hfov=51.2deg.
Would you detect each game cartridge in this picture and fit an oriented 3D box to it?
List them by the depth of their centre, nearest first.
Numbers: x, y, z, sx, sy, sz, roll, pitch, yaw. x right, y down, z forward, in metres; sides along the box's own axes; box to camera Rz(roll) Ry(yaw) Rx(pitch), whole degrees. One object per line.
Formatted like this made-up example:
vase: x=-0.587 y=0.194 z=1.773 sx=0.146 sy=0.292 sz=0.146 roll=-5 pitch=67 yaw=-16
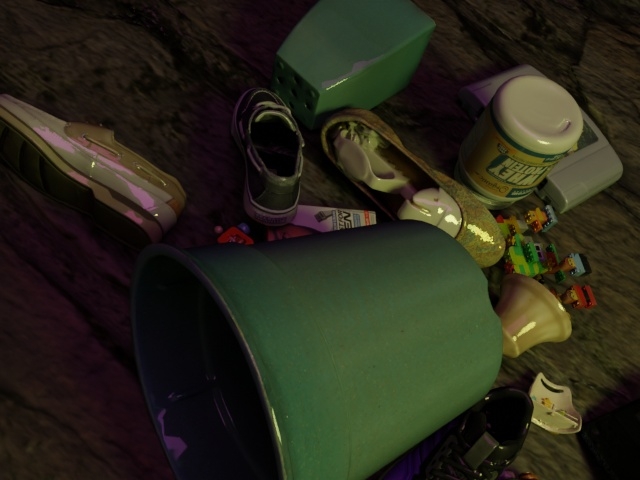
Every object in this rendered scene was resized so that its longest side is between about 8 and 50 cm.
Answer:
game cartridge: x=0.412 y=-0.200 z=1.234 sx=0.196 sy=0.060 sz=0.294 roll=-25 pitch=70 yaw=-32

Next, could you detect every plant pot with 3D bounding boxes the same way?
plant pot: x=0.004 y=0.131 z=0.768 sx=0.334 sy=0.341 sz=0.341 roll=-15 pitch=65 yaw=-34
plant pot: x=0.038 y=-0.306 z=1.121 sx=0.165 sy=0.165 sz=0.234 roll=44 pitch=64 yaw=11

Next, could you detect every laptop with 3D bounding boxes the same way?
laptop: x=0.539 y=0.332 z=0.930 sx=0.265 sy=0.136 sz=0.234 roll=-24 pitch=44 yaw=-2

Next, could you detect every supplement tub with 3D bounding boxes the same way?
supplement tub: x=0.312 y=-0.152 z=1.082 sx=0.145 sy=0.199 sz=0.144 roll=6 pitch=60 yaw=-11

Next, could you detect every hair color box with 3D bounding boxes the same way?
hair color box: x=0.000 y=0.000 z=0.988 sx=0.167 sy=0.053 sz=0.093 roll=3 pitch=59 yaw=-13

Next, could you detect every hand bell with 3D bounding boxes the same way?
hand bell: x=0.226 y=0.166 z=0.944 sx=0.242 sy=0.126 sz=0.126 roll=-37 pitch=76 yaw=-19

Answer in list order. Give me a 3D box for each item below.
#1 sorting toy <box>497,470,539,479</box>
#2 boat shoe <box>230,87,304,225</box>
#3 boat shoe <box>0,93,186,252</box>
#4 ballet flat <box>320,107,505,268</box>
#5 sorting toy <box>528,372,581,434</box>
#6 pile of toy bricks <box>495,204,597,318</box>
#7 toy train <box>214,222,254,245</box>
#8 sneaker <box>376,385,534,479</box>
sorting toy: x=0.252 y=0.318 z=0.871 sx=0.102 sy=0.061 sz=0.042 roll=29 pitch=36 yaw=-32
boat shoe: x=-0.077 y=-0.158 z=1.001 sx=0.108 sy=0.102 sz=0.301 roll=6 pitch=43 yaw=-12
boat shoe: x=-0.328 y=-0.107 z=0.927 sx=0.302 sy=0.113 sz=0.103 roll=38 pitch=55 yaw=-5
ballet flat: x=0.127 y=-0.077 z=1.027 sx=0.123 sy=0.123 sz=0.348 roll=-34 pitch=70 yaw=-30
sorting toy: x=0.330 y=0.230 z=0.960 sx=0.083 sy=0.044 sz=0.075 roll=29 pitch=49 yaw=2
pile of toy bricks: x=0.321 y=0.035 z=1.021 sx=0.105 sy=0.118 sz=0.212 roll=2 pitch=59 yaw=-24
toy train: x=-0.133 y=0.056 z=0.923 sx=0.125 sy=0.046 sz=0.166 roll=30 pitch=61 yaw=24
sneaker: x=0.163 y=0.276 z=0.816 sx=0.102 sy=0.146 sz=0.293 roll=44 pitch=57 yaw=10
